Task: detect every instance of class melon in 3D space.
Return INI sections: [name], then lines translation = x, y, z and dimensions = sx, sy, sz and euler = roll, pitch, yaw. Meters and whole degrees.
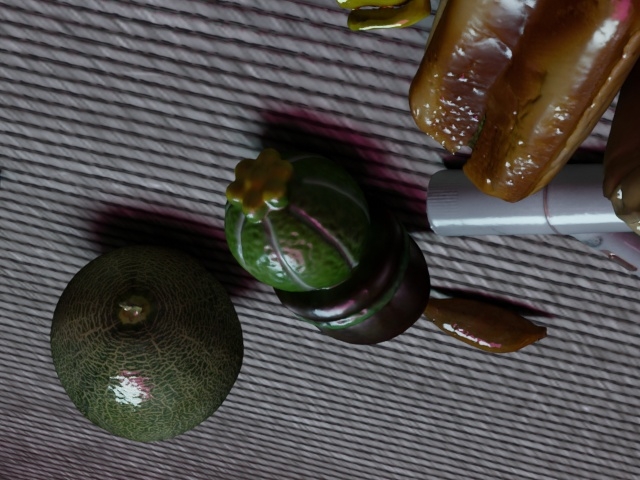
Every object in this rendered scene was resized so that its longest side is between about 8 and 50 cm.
[melon]
translation = -0.124, 0.073, 1.421
dimensions = 0.139, 0.139, 0.192
euler = 12, 161, 6

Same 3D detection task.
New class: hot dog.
[hot dog]
translation = 0.106, -0.100, 0.958
dimensions = 0.100, 0.068, 0.249
euler = 46, 157, 9

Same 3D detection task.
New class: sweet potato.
[sweet potato]
translation = 0.110, 0.058, 1.380
dimensions = 0.095, 0.034, 0.034
euler = 15, 158, 5

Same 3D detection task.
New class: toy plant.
[toy plant]
translation = 0.000, 0.000, 1.240
dimensions = 0.093, 0.092, 0.162
euler = -2, 150, 35

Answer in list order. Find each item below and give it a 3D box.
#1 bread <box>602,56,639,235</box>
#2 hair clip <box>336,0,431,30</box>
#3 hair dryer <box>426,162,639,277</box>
[bread]
translation = 0.239, -0.067, 0.873
dimensions = 0.107, 0.136, 0.241
euler = 26, 154, -25
[hair clip]
translation = 0.009, -0.160, 0.913
dimensions = 0.072, 0.046, 0.173
euler = -1, 155, 27
[hair dryer]
translation = 0.172, 0.004, 1.211
dimensions = 0.155, 0.044, 0.183
euler = 1, 157, 35
